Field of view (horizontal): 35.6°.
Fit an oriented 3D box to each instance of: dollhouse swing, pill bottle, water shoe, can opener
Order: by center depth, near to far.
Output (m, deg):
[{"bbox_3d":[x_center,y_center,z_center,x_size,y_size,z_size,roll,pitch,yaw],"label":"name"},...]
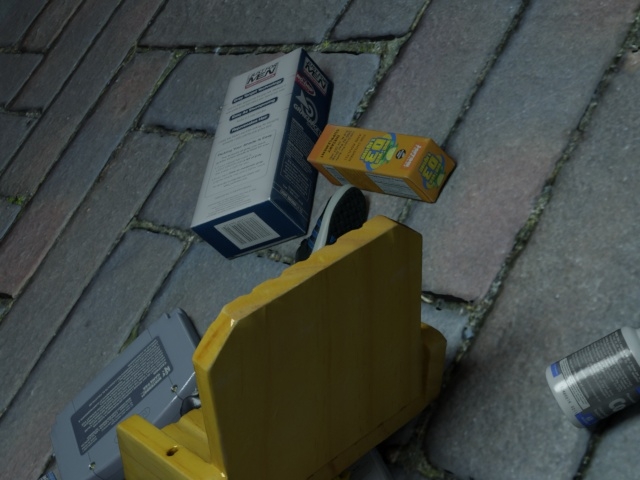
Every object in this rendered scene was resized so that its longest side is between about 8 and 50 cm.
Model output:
[{"bbox_3d":[0.321,0.140,1.074,0.137,0.078,0.078,-32,40,19],"label":"pill bottle"},{"bbox_3d":[-0.064,0.124,1.158,0.347,0.305,0.315,-30,29,-29],"label":"dollhouse swing"},{"bbox_3d":[-0.127,0.226,1.447,0.186,0.073,0.059,-29,2,16],"label":"can opener"},{"bbox_3d":[0.000,0.000,1.505,0.080,0.073,0.203,-1,56,45],"label":"water shoe"}]

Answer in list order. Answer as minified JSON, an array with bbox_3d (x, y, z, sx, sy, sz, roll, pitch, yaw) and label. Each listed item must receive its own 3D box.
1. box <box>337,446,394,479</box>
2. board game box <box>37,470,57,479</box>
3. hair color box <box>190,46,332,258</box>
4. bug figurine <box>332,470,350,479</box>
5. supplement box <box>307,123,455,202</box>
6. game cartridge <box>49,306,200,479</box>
[{"bbox_3d":[0.038,0.347,1.187,0.145,0.038,0.186,-41,39,6],"label":"box"},{"bbox_3d":[-0.409,0.435,1.401,0.194,0.060,0.194,-34,29,-30],"label":"board game box"},{"bbox_3d":[-0.094,-0.152,1.700,0.174,0.105,0.347,-17,47,32],"label":"hair color box"},{"bbox_3d":[0.003,0.371,1.108,0.216,0.072,0.279,-13,48,36],"label":"bug figurine"},{"bbox_3d":[0.089,-0.121,1.526,0.233,0.080,0.078,15,70,46],"label":"supplement box"},{"bbox_3d":[-0.296,0.261,1.567,0.297,0.062,0.198,-43,42,4],"label":"game cartridge"}]
